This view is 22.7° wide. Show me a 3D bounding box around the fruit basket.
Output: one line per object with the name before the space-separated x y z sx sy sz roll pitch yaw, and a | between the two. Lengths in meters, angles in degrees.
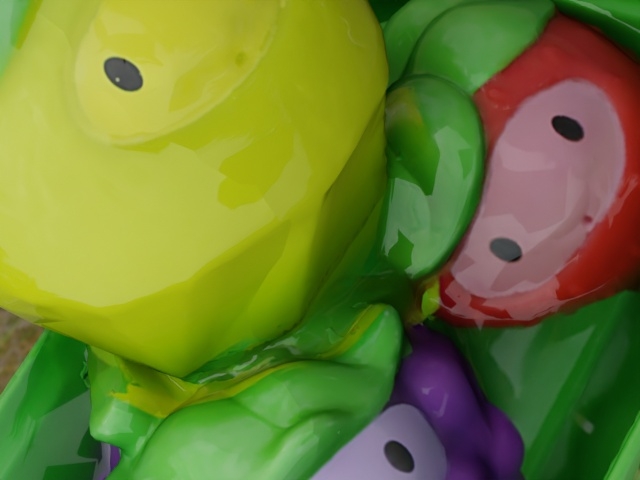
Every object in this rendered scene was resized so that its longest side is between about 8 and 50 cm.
fruit basket | 0.000 0.000 0.602 0.283 0.392 0.392 19 131 30
